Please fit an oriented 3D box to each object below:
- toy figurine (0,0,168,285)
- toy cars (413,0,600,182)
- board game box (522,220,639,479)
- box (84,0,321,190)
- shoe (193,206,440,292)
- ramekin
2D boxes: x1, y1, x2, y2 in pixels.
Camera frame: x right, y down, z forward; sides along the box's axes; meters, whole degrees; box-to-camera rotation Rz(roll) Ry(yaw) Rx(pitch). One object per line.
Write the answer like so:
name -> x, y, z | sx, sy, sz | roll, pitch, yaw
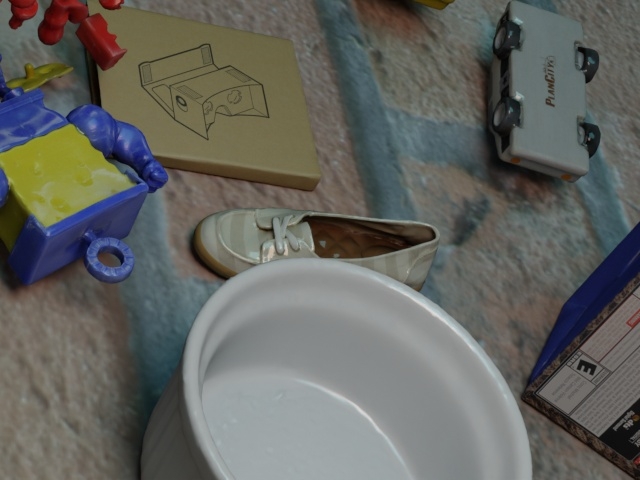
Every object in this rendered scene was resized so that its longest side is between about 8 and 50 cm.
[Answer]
toy figurine -> -0.220, -0.056, 1.451 | 0.362, 0.191, 0.217 | -29, 77, -43
toy cars -> 0.141, -0.210, 1.882 | 0.176, 0.087, 0.393 | -24, 72, -38
board game box -> 0.360, 0.110, 1.636 | 0.291, 0.232, 0.141 | 36, 43, -2
box -> -0.103, -0.125, 1.695 | 0.201, 0.021, 0.164 | 9, 50, -27
shoe -> 0.000, 0.000, 1.626 | 0.219, 0.058, 0.076 | 7, 51, -28
ramekin -> 0.003, 0.161, 1.436 | 0.277, 0.135, 0.277 | 18, 46, -19
